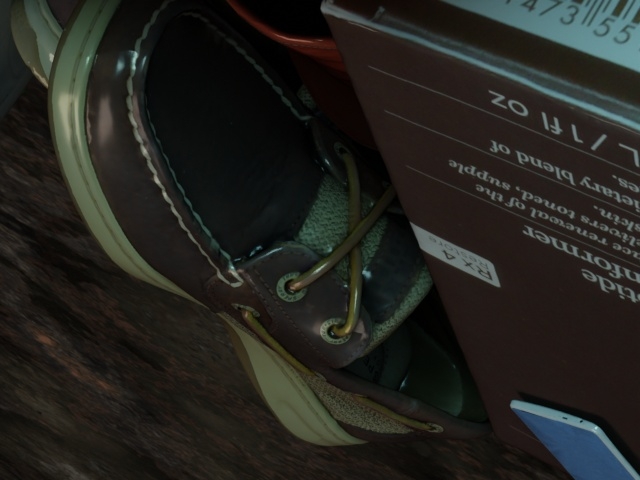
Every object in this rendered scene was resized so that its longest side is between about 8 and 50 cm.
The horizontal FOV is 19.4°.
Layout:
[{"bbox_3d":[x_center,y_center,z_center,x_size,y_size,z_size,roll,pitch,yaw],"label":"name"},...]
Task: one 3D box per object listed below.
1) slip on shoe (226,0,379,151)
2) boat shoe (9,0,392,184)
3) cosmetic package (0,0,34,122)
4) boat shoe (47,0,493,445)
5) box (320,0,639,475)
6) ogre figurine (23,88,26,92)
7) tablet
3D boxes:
[{"bbox_3d":[0.000,-0.120,0.788,0.123,0.101,0.331,25,162,17],"label":"slip on shoe"},{"bbox_3d":[-0.026,-0.066,0.976,0.285,0.102,0.092,33,126,-28],"label":"boat shoe"},{"bbox_3d":[-0.233,-0.122,0.970,0.138,0.224,0.224,29,162,4],"label":"cosmetic package"},{"bbox_3d":[0.000,0.000,0.859,0.123,0.123,0.342,9,149,32],"label":"boat shoe"},{"bbox_3d":[0.149,-0.008,0.768,0.191,0.143,0.381,24,161,27],"label":"box"},{"bbox_3d":[-0.294,-0.137,1.249,0.197,0.097,0.118,33,177,39],"label":"ogre figurine"},{"bbox_3d":[0.126,0.101,0.859,0.054,0.006,0.083,14,154,48],"label":"tablet"}]
